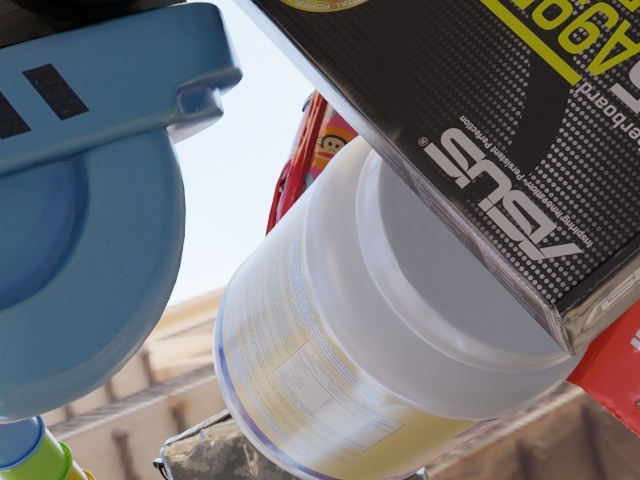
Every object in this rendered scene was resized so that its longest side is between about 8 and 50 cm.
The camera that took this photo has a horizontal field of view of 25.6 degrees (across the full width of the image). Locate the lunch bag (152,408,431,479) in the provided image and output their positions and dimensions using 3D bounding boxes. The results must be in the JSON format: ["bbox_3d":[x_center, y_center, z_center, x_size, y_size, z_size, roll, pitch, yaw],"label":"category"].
[{"bbox_3d":[-0.021,0.294,1.730,0.305,0.212,0.256,-29,-87,3],"label":"lunch bag"}]

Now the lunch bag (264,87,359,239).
[{"bbox_3d":[0.000,0.000,1.524,0.120,0.293,0.258,14,-138,-1],"label":"lunch bag"}]

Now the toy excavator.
[{"bbox_3d":[-0.202,0.060,0.648,0.432,0.222,0.445,-21,-90,-26],"label":"toy excavator"}]

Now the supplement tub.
[{"bbox_3d":[0.071,0.047,1.116,0.241,0.331,0.241,9,-116,-20],"label":"supplement tub"}]

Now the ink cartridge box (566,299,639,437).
[{"bbox_3d":[0.305,0.025,1.617,0.385,0.308,0.091,40,-152,23],"label":"ink cartridge box"}]

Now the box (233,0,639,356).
[{"bbox_3d":[0.105,-0.115,0.651,0.216,0.270,0.060,-39,-28,-3],"label":"box"}]

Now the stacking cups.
[{"bbox_3d":[-0.362,0.209,1.561,0.096,0.096,0.316,-62,-40,-31],"label":"stacking cups"}]
